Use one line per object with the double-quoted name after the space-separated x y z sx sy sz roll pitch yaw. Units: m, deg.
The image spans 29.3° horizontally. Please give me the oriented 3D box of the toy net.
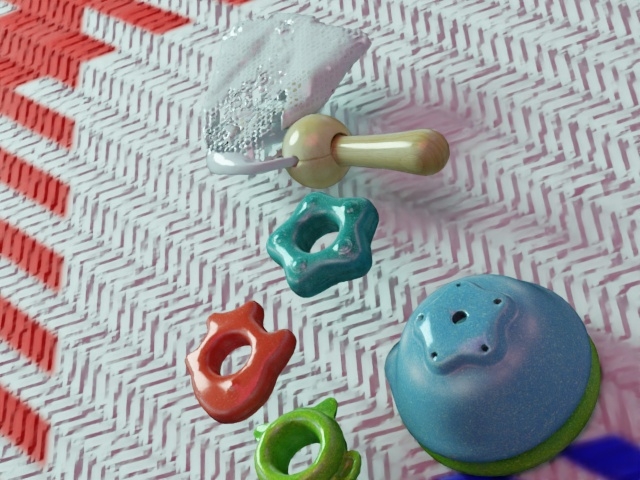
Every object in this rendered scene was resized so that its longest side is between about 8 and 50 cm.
0.000 0.000 0.453 0.122 0.045 0.232 -33 46 3 "toy net"
